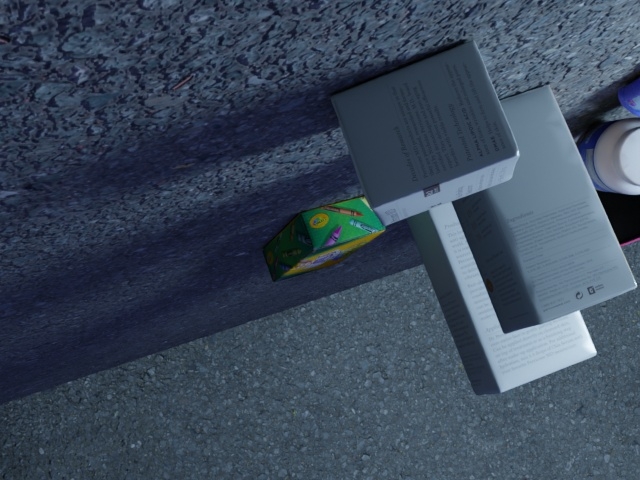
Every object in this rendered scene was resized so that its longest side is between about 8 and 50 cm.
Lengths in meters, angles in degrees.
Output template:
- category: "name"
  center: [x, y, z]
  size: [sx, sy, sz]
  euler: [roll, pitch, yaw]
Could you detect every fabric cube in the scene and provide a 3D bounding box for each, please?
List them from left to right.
- category: "fabric cube"
  center: [0.703, -0.113, 1.990]
  size: [0.254, 0.259, 0.258]
  euler: [-21, 171, -1]

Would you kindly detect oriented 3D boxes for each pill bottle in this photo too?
- category: "pill bottle"
  center: [0.612, -0.169, 1.640]
  size: [0.152, 0.152, 0.272]
  euler: [-21, -176, 4]

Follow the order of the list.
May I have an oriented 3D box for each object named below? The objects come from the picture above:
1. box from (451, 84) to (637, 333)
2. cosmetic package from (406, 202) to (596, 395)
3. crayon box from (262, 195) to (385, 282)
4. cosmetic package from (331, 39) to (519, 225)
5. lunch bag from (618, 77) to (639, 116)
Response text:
- category: "box"
  center: [0.336, -0.041, 1.344]
  size: [0.168, 0.345, 0.215]
  euler: [-20, 171, -5]
- category: "cosmetic package"
  center: [0.361, 0.070, 1.714]
  size: [0.230, 0.453, 0.161]
  euler: [-18, 171, -11]
- category: "crayon box"
  center: [0.000, 0.000, 1.706]
  size: [0.165, 0.081, 0.278]
  euler: [-16, 170, -23]
- category: "cosmetic package"
  center: [0.129, -0.126, 1.017]
  size: [0.184, 0.151, 0.151]
  euler: [-21, 170, 7]
- category: "lunch bag"
  center: [0.690, -0.281, 1.450]
  size: [0.293, 0.138, 0.221]
  euler: [-1, 164, -38]
